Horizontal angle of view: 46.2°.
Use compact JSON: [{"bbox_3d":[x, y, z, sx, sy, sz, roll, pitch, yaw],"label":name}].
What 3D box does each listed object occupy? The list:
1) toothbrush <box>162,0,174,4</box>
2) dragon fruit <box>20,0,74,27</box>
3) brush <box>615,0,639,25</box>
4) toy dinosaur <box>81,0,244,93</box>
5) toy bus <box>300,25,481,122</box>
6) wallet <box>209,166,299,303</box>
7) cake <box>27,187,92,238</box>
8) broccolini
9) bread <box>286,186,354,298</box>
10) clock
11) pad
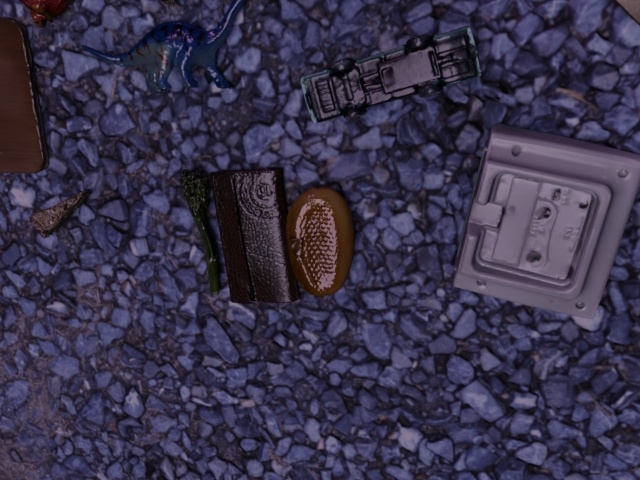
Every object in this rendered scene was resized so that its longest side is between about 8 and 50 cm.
[{"bbox_3d":[-0.097,-0.433,1.159,0.364,0.041,0.040,-13,103,20],"label":"toothbrush"},{"bbox_3d":[-0.477,-0.434,1.265,0.126,0.068,0.112,-34,95,23],"label":"dragon fruit"},{"bbox_3d":[0.412,-0.394,1.002,0.197,0.059,0.123,44,112,-1],"label":"brush"},{"bbox_3d":[-0.236,-0.301,1.230,0.329,0.076,0.144,-14,96,19],"label":"toy dinosaur"},{"bbox_3d":[0.106,-0.246,1.121,0.262,0.109,0.091,-11,102,19],"label":"toy bus"},{"bbox_3d":[-0.115,-0.005,1.309,0.133,0.039,0.243,-1,107,17],"label":"wallet"},{"bbox_3d":[-0.479,-0.051,1.401,0.140,0.051,0.055,-21,100,24],"label":"cake"},{"bbox_3d":[-0.206,-0.014,1.338,0.054,0.051,0.239,26,130,56],"label":"broccolini"},{"bbox_3d":[0.000,0.000,1.255,0.114,0.077,0.189,-3,107,-3],"label":"bread"},{"bbox_3d":[0.333,-0.022,1.122,0.231,0.116,0.262,15,113,12],"label":"clock"},{"bbox_3d":[-0.652,-0.266,1.402,0.287,0.018,0.283,2,109,16],"label":"pad"}]
